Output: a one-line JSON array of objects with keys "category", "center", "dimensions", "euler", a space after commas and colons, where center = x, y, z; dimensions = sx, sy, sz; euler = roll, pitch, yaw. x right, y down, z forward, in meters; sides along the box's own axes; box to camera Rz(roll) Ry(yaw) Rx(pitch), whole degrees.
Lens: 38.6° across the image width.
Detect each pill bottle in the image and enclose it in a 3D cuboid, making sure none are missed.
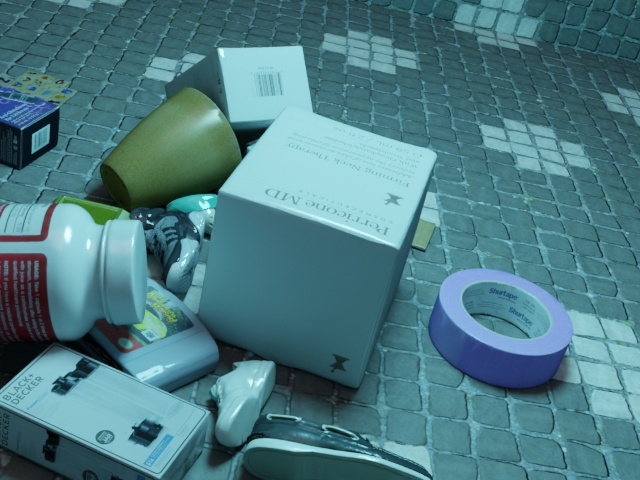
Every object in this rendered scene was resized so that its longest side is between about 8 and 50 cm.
[{"category": "pill bottle", "center": [-0.498, 0.054, 1.496], "dimensions": [0.407, 0.229, 0.229], "euler": [0, 33, -3]}]

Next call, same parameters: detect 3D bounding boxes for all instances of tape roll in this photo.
[{"category": "tape roll", "center": [0.360, 0.171, 1.833], "dimensions": [0.274, 0.090, 0.275], "euler": [10, 33, -7]}]

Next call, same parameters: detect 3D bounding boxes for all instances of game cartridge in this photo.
[{"category": "game cartridge", "center": [-0.326, 0.156, 1.630], "dimensions": [0.294, 0.060, 0.196], "euler": [36, 34, 31]}]

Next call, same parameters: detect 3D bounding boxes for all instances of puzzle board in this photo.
[{"category": "puzzle board", "center": [0.214, -0.022, 2.148], "dimensions": [0.096, 0.011, 0.128], "euler": [18, 32, 9]}]

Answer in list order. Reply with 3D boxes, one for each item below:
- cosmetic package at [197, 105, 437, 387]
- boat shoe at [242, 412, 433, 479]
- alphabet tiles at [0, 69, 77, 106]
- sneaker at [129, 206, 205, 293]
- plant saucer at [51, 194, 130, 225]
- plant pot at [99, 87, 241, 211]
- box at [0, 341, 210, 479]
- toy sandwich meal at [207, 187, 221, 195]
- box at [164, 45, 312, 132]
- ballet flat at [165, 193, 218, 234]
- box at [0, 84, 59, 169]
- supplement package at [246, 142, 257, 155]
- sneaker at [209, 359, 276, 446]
[{"category": "cosmetic package", "center": [0.000, 0.000, 1.737], "dimensions": [0.329, 0.328, 0.394], "euler": [18, 33, 7]}, {"category": "boat shoe", "center": [0.034, 0.337, 1.430], "dimensions": [0.302, 0.114, 0.091], "euler": [15, 38, 1]}, {"category": "alphabet tiles", "center": [-0.747, -0.379, 2.333], "dimensions": [0.198, 0.009, 0.237], "euler": [16, 32, 5]}, {"category": "sneaker", "center": [-0.318, 0.015, 1.810], "dimensions": [0.153, 0.101, 0.269], "euler": [11, 26, -4]}, {"category": "plant saucer", "center": [-0.484, -0.029, 1.858], "dimensions": [0.188, 0.045, 0.188], "euler": [13, 32, -2]}, {"category": "plant pot", "center": [-0.345, -0.174, 2.000], "dimensions": [0.254, 0.237, 0.237], "euler": [-34, 54, -28]}, {"category": "box", "center": [-0.337, 0.283, 1.393], "dimensions": [0.289, 0.087, 0.169], "euler": [22, 33, 13]}, {"category": "toy sandwich meal", "center": [-0.222, -0.097, 2.077], "dimensions": [0.085, 0.029, 0.086], "euler": [10, 32, -6]}, {"category": "box", "center": [-0.200, -0.331, 2.153], "dimensions": [0.214, 0.168, 0.345], "euler": [-9, -1, -30]}, {"category": "ballet flat", "center": [-0.210, -0.055, 1.976], "dimensions": [0.247, 0.083, 0.087], "euler": [-7, 52, -27]}, {"category": "box", "center": [-0.723, -0.266, 2.074], "dimensions": [0.207, 0.108, 0.153], "euler": [20, 33, 9]}, {"category": "supplement package", "center": [-0.026, -0.154, 2.132], "dimensions": [0.204, 0.145, 0.262], "euler": [28, 35, 22]}, {"category": "sneaker", "center": [-0.147, 0.267, 1.518], "dimensions": [0.094, 0.080, 0.212], "euler": [8, 24, 13]}]
